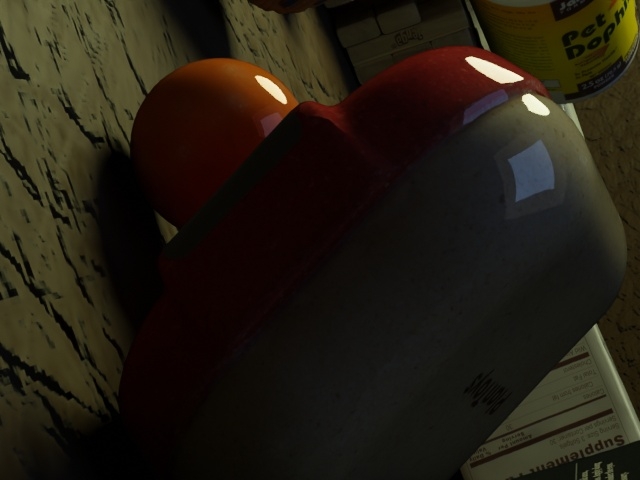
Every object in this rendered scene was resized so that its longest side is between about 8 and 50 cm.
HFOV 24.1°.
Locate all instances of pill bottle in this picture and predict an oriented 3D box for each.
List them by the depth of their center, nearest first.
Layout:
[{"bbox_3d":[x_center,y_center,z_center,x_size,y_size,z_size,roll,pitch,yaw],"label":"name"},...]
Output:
[{"bbox_3d":[0.164,-0.196,1.097,0.215,0.117,0.117,50,23,-61],"label":"pill bottle"}]

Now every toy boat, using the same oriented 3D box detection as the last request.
[{"bbox_3d":[0.000,0.000,0.478,0.151,0.151,0.231,44,3,19],"label":"toy boat"}]

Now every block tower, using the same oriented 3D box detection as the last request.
[{"bbox_3d":[0.049,-0.185,1.064,0.097,0.091,0.335,-93,161,-53],"label":"block tower"}]

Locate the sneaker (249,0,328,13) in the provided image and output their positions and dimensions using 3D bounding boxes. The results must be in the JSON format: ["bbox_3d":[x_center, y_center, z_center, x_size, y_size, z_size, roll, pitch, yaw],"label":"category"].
[{"bbox_3d":[-0.060,-0.222,0.626,0.131,0.112,0.296,63,-1,33],"label":"sneaker"}]

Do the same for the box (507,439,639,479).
[{"bbox_3d":[0.073,0.137,0.410,0.261,0.184,0.103,-30,103,-78],"label":"box"}]

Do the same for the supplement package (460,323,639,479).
[{"bbox_3d":[0.123,0.080,0.907,0.105,0.105,0.179,49,20,-66],"label":"supplement package"}]

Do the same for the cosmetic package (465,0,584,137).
[{"bbox_3d":[0.153,-0.112,1.332,0.224,0.138,0.224,54,22,-56],"label":"cosmetic package"}]
